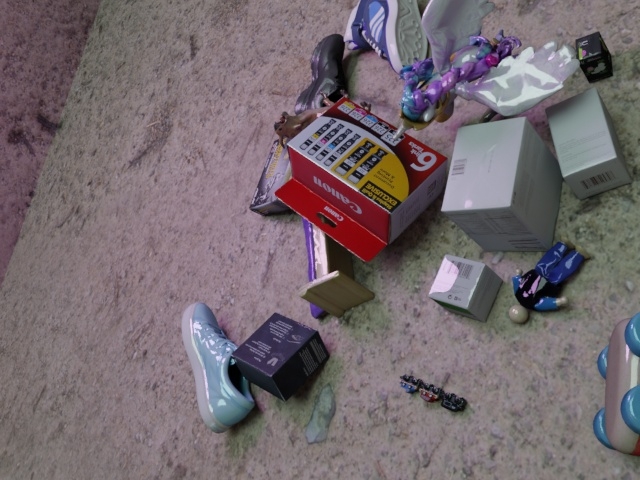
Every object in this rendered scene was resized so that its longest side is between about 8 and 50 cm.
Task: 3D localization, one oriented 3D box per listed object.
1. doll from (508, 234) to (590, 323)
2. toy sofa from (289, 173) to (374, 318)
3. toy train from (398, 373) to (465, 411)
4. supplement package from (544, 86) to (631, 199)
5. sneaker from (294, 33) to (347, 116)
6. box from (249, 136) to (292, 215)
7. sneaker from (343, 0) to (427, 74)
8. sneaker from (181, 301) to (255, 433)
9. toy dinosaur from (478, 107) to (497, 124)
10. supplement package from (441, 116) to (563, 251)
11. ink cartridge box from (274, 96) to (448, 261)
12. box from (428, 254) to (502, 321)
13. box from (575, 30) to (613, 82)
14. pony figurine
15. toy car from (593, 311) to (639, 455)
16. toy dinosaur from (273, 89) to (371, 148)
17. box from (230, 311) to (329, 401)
[{"bbox_3d":[0.431,0.083,1.262,0.189,0.046,0.129,-50,43,6],"label":"doll"},{"bbox_3d":[0.000,0.000,1.613,0.177,0.150,0.362,-25,51,27],"label":"toy sofa"},{"bbox_3d":[0.222,0.309,1.325,0.158,0.027,0.036,16,87,45],"label":"toy train"},{"bbox_3d":[0.528,-0.191,1.298,0.105,0.105,0.179,-22,53,32],"label":"supplement package"},{"bbox_3d":[0.031,-0.462,1.909,0.130,0.109,0.286,14,86,37],"label":"sneaker"},{"bbox_3d":[-0.107,-0.191,1.847,0.183,0.056,0.230,-10,58,61],"label":"box"},{"bbox_3d":[0.169,-0.558,1.842,0.236,0.130,0.322,-27,61,50],"label":"sneaker"},{"bbox_3d":[-0.244,0.297,1.676,0.150,0.135,0.365,-31,57,14],"label":"sneaker"},{"bbox_3d":[0.425,-0.348,1.519,0.268,0.064,0.118,-47,51,14],"label":"toy dinosaur"},{"bbox_3d":[0.368,-0.103,1.315,0.149,0.203,0.194,-2,64,41],"label":"supplement package"},{"bbox_3d":[0.083,-0.144,1.501,0.310,0.130,0.272,36,66,24],"label":"ink cartridge box"},{"bbox_3d":[0.296,0.097,1.341,0.101,0.087,0.101,15,77,45],"label":"box"},{"bbox_3d":[0.578,-0.387,1.387,0.052,0.083,0.062,-13,58,35],"label":"box"},{"bbox_3d":[0.303,-0.353,1.353,0.351,0.303,0.363,-43,1,26],"label":"pony figurine"},{"bbox_3d":[0.562,0.233,0.990,0.238,0.219,0.210,8,68,13],"label":"toy car"},{"bbox_3d":[0.039,-0.276,1.721,0.200,0.296,0.127,-62,0,-6],"label":"toy dinosaur"},{"bbox_3d":[-0.094,0.268,1.535,0.156,0.093,0.158,16,49,46],"label":"box"}]
